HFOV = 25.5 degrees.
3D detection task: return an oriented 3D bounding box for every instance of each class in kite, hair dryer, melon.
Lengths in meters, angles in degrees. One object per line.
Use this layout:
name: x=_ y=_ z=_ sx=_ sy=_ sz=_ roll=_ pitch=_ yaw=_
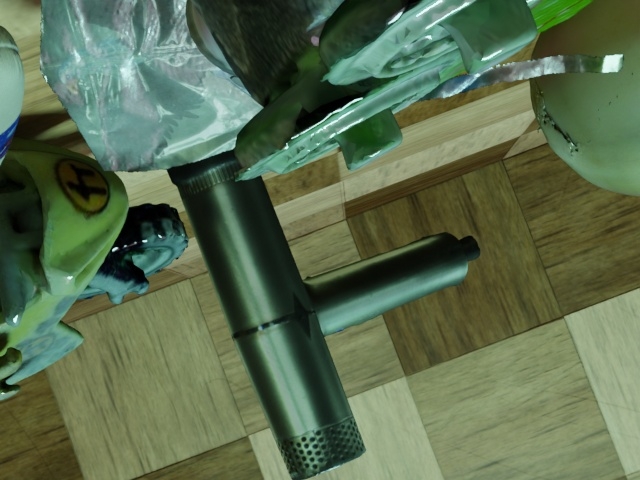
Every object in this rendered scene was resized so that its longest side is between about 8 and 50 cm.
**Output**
kite: x=0.009 y=-0.103 z=0.743 sx=0.310 sy=0.015 sz=0.169 roll=-3 pitch=138 yaw=-4
hair dryer: x=-0.018 y=-0.010 z=1.091 sx=0.156 sy=0.320 sz=0.284 roll=-23 pitch=-174 yaw=27
melon: x=0.319 y=-0.156 z=1.208 sx=0.223 sy=0.223 sz=0.317 roll=-16 pitch=177 yaw=-46

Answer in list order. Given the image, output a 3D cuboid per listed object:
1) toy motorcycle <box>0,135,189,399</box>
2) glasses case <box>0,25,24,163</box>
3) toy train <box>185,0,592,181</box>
toy motorcycle: x=-0.296 y=0.046 z=1.078 sx=0.410 sy=0.168 sz=0.237 roll=-24 pitch=159 yaw=-11
glasses case: x=-0.246 y=-0.052 z=0.813 sx=0.125 sy=0.076 sz=0.327 roll=-21 pitch=177 yaw=-23
toy train: x=0.052 y=-0.149 z=0.491 sx=0.249 sy=0.173 sz=0.307 roll=-29 pitch=178 yaw=-19
